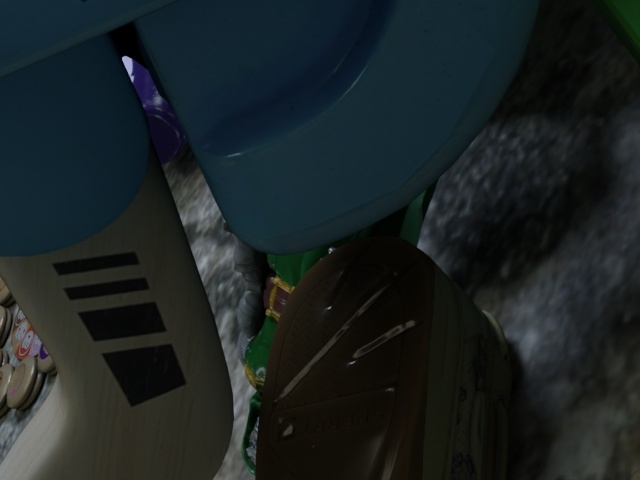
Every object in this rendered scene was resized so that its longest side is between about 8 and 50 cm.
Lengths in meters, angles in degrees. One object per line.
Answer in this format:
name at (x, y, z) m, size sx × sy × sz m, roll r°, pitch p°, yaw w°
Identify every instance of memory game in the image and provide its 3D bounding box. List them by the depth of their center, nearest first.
memory game at (-0.185, 0.031, 1.148) m, size 0.186 × 0.012 × 0.186 m, roll -41°, pitch 34°, yaw 37°

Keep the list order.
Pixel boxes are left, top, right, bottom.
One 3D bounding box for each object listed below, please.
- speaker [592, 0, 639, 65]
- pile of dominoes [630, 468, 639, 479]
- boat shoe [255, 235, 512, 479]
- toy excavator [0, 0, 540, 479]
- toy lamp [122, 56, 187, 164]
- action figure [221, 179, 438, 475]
speaker at (0.148, -0.102, 0.543) m, size 0.131 × 0.131 × 0.296 m, roll -53°, pitch 29°, yaw 21°
pile of dominoes at (0.120, 0.128, 0.390) m, size 0.251 × 0.040 × 0.196 m, roll -52°, pitch 55°, yaw 22°
boat shoe at (0.023, 0.141, 0.612) m, size 0.104 × 0.089 × 0.285 m, roll -7°, pitch 63°, yaw 42°
toy excavator at (-0.069, -0.041, 0.581) m, size 0.433 × 0.445 × 0.222 m, roll -25°, pitch 29°, yaw -1°
toy lamp at (-0.108, -0.155, 1.104) m, size 0.080 × 0.080 × 0.274 m, roll -44°, pitch 33°, yaw 33°
action figure at (0.000, 0.000, 0.737) m, size 0.137 × 0.063 × 0.232 m, roll 31°, pitch 119°, yaw 44°
